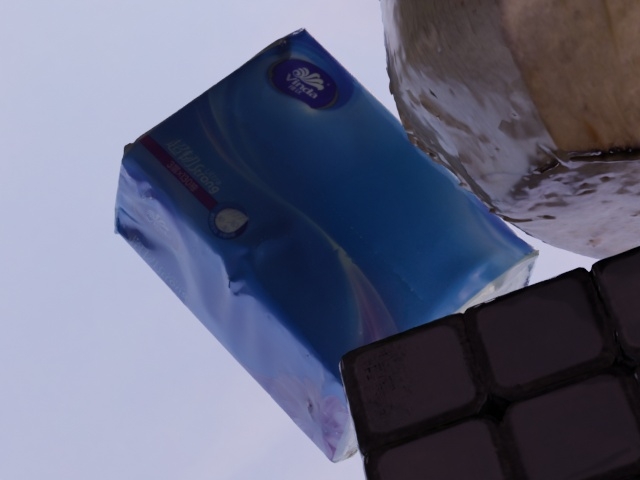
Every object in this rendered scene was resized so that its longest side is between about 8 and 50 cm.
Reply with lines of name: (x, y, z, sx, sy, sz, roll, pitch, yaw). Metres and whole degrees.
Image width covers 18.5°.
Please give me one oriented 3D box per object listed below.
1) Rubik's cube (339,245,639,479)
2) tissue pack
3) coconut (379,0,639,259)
Rubik's cube: (0.237, 0.226, 1.172, 0.337, 0.344, 0.343, -21, -134, 6)
tissue pack: (0.000, 0.000, 1.490, 0.198, 0.146, 0.263, -37, -109, -23)
coconut: (0.206, -0.187, 1.284, 0.346, 0.346, 0.360, -15, -115, 23)
